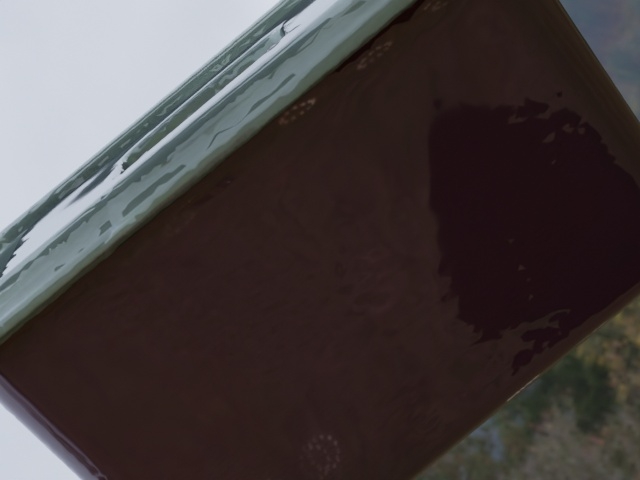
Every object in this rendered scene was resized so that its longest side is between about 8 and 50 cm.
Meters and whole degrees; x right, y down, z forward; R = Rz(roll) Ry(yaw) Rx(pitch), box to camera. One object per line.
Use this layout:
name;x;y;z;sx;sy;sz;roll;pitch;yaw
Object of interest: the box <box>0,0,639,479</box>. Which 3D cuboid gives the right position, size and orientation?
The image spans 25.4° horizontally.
box;0.000;0.000;0.588;0.294;0.167;0.193;-40;11;3
